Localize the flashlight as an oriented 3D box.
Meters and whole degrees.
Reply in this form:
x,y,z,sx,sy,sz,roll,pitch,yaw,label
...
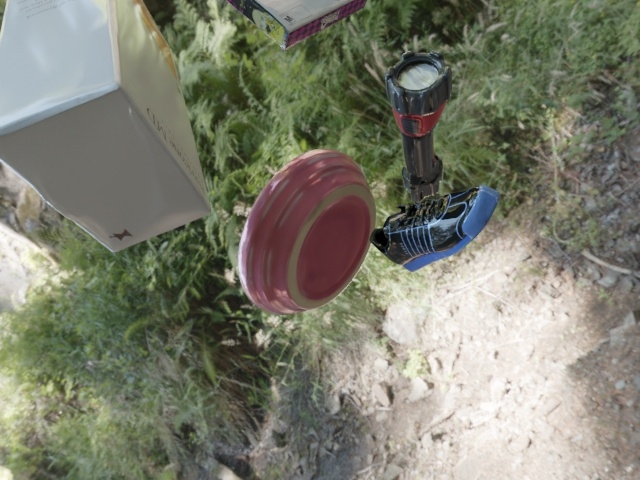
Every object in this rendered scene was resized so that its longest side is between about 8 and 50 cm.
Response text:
x,y,z,sx,sy,sz,roll,pitch,yaw,label
0.186,-0.194,0.755,0.103,0.103,0.304,-23,-28,6,flashlight

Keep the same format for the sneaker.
x,y,z,sx,sy,sz,roll,pitch,yaw,label
0.151,-0.022,0.601,0.081,0.090,0.232,-63,6,-30,sneaker

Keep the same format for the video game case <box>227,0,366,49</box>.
x,y,z,sx,sy,sz,roll,pitch,yaw,label
-0.058,-0.444,0.707,0.232,0.210,0.042,-45,-6,-32,video game case

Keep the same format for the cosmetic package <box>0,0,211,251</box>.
x,y,z,sx,sy,sz,roll,pitch,yaw,label
-0.319,-0.238,0.619,0.162,0.453,0.230,-22,-33,-1,cosmetic package

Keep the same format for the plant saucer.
x,y,z,sx,sy,sz,roll,pitch,yaw,label
0.000,0.000,0.774,0.332,0.084,0.332,-33,-43,-37,plant saucer
